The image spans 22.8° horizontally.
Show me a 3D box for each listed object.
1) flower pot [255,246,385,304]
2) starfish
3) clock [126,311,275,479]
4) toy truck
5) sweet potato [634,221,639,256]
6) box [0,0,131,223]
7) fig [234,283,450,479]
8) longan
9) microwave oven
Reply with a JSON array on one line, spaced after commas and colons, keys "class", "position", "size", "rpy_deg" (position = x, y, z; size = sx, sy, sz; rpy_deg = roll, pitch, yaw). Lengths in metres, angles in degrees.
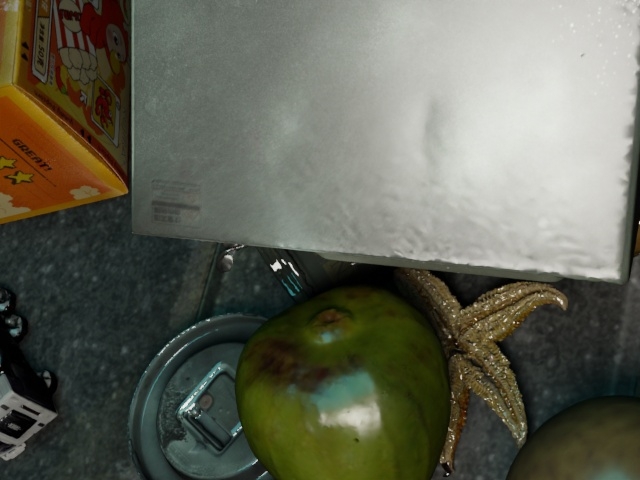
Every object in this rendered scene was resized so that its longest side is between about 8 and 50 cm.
[{"class": "flower pot", "position": [0.000, 0.000, 1.607], "size": [0.107, 0.157, 0.157], "rpy_deg": [-34, 55, -6]}, {"class": "starfish", "position": [0.137, 0.106, 1.538], "size": [0.241, 0.043, 0.227], "rpy_deg": [-28, 67, 27]}, {"class": "clock", "position": [-0.094, 0.179, 1.616], "size": [0.215, 0.042, 0.214], "rpy_deg": [-11, 60, 20]}, {"class": "toy truck", "position": [-0.388, 0.126, 1.749], "size": [0.125, 0.101, 0.242], "rpy_deg": [-41, 52, 7]}, {"class": "sweet potato", "position": [0.340, -0.055, 1.519], "size": [0.273, 0.075, 0.075], "rpy_deg": [-44, 55, 4]}, {"class": "box", "position": [-0.352, -0.208, 1.806], "size": [0.214, 0.259, 0.283], "rpy_deg": [-12, 61, 17]}, {"class": "fig", "position": [0.029, 0.164, 1.479], "size": [0.203, 0.225, 0.203], "rpy_deg": [-14, 28, 8]}, {"class": "longan", "position": [0.250, 0.224, 1.340], "size": [0.212, 0.198, 0.198], "rpy_deg": [-19, 51, 55]}, {"class": "microwave oven", "position": [0.073, -0.150, 1.394], "size": [0.432, 0.236, 0.374], "rpy_deg": [6, 106, 13]}]
